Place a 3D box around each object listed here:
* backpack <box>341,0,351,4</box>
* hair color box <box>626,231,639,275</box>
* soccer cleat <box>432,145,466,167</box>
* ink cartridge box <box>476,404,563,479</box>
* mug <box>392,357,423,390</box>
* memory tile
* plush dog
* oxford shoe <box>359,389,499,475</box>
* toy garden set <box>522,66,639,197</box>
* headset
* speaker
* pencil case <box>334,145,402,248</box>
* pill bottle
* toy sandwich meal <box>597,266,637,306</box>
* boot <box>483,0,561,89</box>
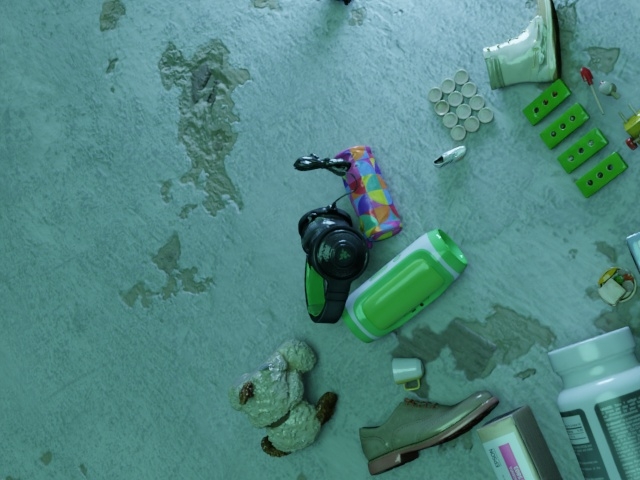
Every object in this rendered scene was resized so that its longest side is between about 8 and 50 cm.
[{"bbox_3d":[0.025,-0.645,2.060,0.084,0.114,0.105,25,99,44],"label":"backpack"},{"bbox_3d":[0.719,0.158,1.630,0.114,0.185,0.374,-23,73,17],"label":"hair color box"},{"bbox_3d":[0.297,-0.193,1.949,0.083,0.035,0.029,-26,76,21],"label":"soccer cleat"},{"bbox_3d":[0.429,0.474,1.759,0.088,0.193,0.234,-27,75,21],"label":"ink cartridge box"},{"bbox_3d":[0.206,0.302,1.956,0.064,0.078,0.062,-10,50,15],"label":"mug"},{"bbox_3d":[0.323,-0.312,1.958,0.113,0.012,0.148,-34,74,19],"label":"memory tile"},{"bbox_3d":[-0.091,0.402,2.024,0.262,0.210,0.225,-40,95,17],"label":"plush dog"},{"bbox_3d":[0.231,0.404,1.897,0.348,0.123,0.130,-32,69,19],"label":"oxford shoe"},{"bbox_3d":[0.583,-0.247,1.801,0.204,0.049,0.244,-43,68,32],"label":"toy garden set"},{"bbox_3d":[0.000,0.000,1.929,0.185,0.243,0.394,5,112,-15],"label":"headset"},{"bbox_3d":[0.188,0.105,1.932,0.296,0.131,0.131,-40,72,17],"label":"speaker"},{"bbox_3d":[0.109,-0.106,1.998,0.104,0.104,0.236,-24,76,22],"label":"pencil case"},{"bbox_3d":[0.599,0.369,1.678,0.210,0.210,0.363,-23,78,22],"label":"pill bottle"},{"bbox_3d":[0.623,0.095,1.783,0.085,0.029,0.085,-2,86,25],"label":"toy sandwich meal"},{"bbox_3d":[0.444,-0.447,1.878,0.165,0.077,0.213,-5,85,27],"label":"boot"}]
